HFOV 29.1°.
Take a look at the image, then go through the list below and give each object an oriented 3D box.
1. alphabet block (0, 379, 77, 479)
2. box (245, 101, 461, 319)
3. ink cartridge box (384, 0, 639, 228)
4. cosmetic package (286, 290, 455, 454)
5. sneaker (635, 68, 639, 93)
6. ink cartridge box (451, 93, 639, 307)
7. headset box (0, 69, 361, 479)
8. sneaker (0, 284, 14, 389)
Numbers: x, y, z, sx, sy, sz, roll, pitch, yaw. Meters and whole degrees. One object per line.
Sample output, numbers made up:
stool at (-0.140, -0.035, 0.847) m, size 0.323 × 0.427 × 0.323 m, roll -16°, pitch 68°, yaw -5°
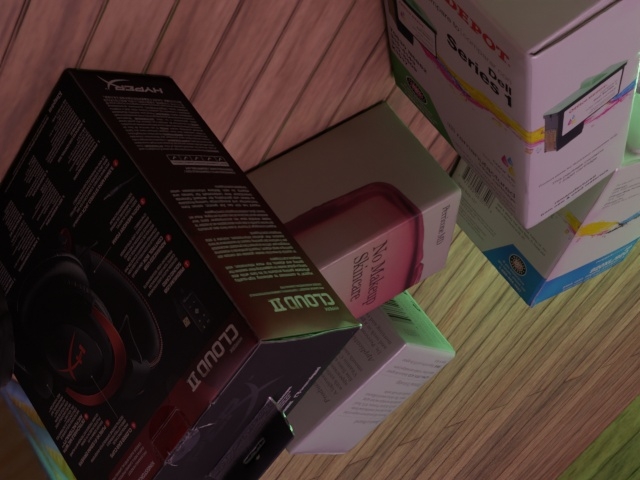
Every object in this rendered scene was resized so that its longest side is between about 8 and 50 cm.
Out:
alphabet block at (-0.308, 0.268, 1.148) m, size 0.197 × 0.193 × 0.192 m, roll -36°, pitch 154°, yaw -3°
box at (0.000, 0.000, 1.174) m, size 0.232 × 0.127 × 0.148 m, roll -29°, pitch 153°, yaw -18°
ink cartridge box at (0.150, -0.166, 0.996) m, size 0.117 × 0.201 × 0.278 m, roll -34°, pitch 155°, yaw -8°
cosmetic package at (0.020, 0.126, 1.388) m, size 0.184 × 0.151 × 0.151 m, roll -44°, pitch 155°, yaw 15°
sneaker at (0.276, -0.249, 1.161) m, size 0.269 × 0.101 × 0.153 m, roll 26°, pitch 94°, yaw -45°
ink cartridge box at (0.275, -0.082, 1.345) m, size 0.168 × 0.171 × 0.232 m, roll -21°, pitch 151°, yaw -32°
headset box at (-0.123, 0.053, 0.905) m, size 0.110 × 0.293 × 0.218 m, roll -4°, pitch 138°, yaw -50°
sneaker at (-0.404, 0.086, 0.794) m, size 0.182 × 0.158 × 0.410 m, roll -31°, pitch 156°, yaw 31°
